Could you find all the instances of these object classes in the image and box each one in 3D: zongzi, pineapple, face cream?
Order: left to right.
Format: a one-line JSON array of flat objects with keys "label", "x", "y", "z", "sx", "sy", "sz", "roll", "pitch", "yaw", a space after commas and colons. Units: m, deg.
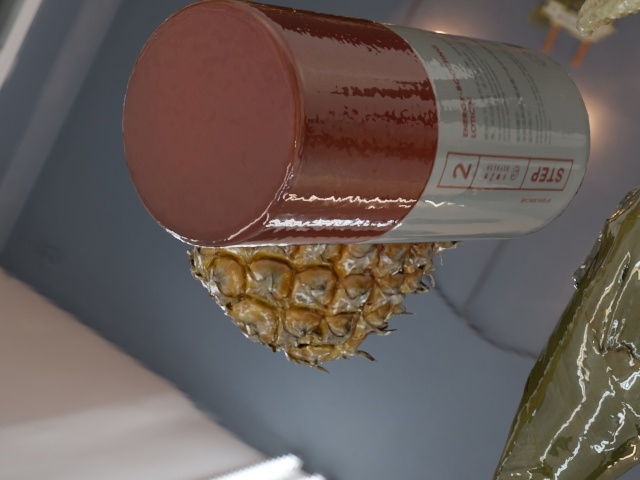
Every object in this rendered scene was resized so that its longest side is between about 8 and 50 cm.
[{"label": "pineapple", "x": -0.003, "y": -0.001, "z": 1.816, "sx": 0.352, "sy": 0.300, "sz": 0.352, "roll": 35, "pitch": -172, "yaw": -6}, {"label": "face cream", "x": 0.024, "y": -0.046, "z": 0.573, "sx": 0.096, "sy": 0.095, "sz": 0.214, "roll": 35, "pitch": -158, "yaw": 32}, {"label": "zongzi", "x": 0.294, "y": 0.092, "z": 1.302, "sx": 0.181, "sy": 0.418, "sz": 0.447, "roll": 36, "pitch": 154, "yaw": 26}]

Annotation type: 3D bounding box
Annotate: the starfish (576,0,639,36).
[{"label": "starfish", "x": 0.246, "y": -0.185, "z": 0.685, "sx": 0.302, "sy": 0.060, "sz": 0.299, "roll": -8, "pitch": -150, "yaw": 25}]
